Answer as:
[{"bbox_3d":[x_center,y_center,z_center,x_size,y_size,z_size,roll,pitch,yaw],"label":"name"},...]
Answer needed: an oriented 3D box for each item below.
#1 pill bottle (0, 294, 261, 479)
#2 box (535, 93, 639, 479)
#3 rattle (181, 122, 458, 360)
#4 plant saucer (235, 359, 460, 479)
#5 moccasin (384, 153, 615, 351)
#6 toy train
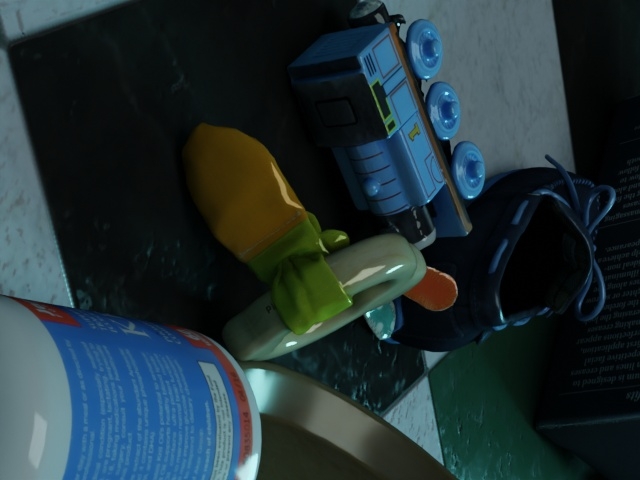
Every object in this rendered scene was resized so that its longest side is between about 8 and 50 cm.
[{"bbox_3d":[-0.135,0.088,0.609,0.221,0.124,0.124,18,75,-57],"label":"pill bottle"},{"bbox_3d":[0.419,0.070,1.325,0.293,0.212,0.395,37,58,-30],"label":"box"},{"bbox_3d":[0.000,0.000,0.874,0.199,0.143,0.130,-18,147,-54],"label":"rattle"},{"bbox_3d":[0.036,0.174,0.796,0.041,0.278,0.278,-53,148,12],"label":"plant saucer"},{"bbox_3d":[0.170,0.024,1.091,0.342,0.116,0.138,-32,117,-53],"label":"moccasin"},{"bbox_3d":[0.050,-0.074,0.941,0.105,0.080,0.184,-46,123,-42],"label":"toy train"}]
